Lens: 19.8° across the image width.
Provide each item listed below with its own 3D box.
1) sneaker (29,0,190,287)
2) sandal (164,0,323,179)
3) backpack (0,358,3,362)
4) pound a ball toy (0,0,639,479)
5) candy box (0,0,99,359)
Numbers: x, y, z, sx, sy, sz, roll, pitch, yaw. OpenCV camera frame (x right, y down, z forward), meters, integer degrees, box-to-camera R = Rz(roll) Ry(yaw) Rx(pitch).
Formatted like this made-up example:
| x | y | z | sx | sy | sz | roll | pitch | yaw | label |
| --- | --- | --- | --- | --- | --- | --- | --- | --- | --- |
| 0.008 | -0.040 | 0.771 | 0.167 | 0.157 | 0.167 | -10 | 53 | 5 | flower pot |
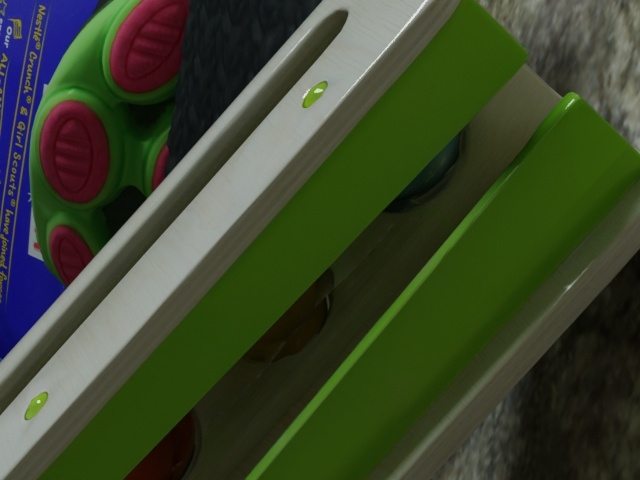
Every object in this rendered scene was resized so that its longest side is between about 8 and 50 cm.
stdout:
| x | y | z | sx | sy | sz | roll | pitch | yaw | label |
| --- | --- | --- | --- | --- | --- | --- | --- | --- | --- |
| -0.016 | -0.171 | 0.978 | 0.202 | 0.185 | 0.483 | -75 | 7 | -73 | sneaker |
| -0.001 | 0.000 | 0.864 | 0.167 | 0.107 | 0.446 | 40 | 129 | 54 | sandal |
| -0.276 | 0.137 | 1.550 | 0.101 | 0.098 | 0.120 | -64 | 21 | 22 | backpack |
| -0.004 | 0.069 | 0.706 | 0.319 | 0.208 | 0.136 | -49 | 21 | 4 | pound a ball toy |
| -0.197 | -0.081 | 1.214 | 0.317 | 0.122 | 0.268 | 30 | 115 | 44 | candy box |
